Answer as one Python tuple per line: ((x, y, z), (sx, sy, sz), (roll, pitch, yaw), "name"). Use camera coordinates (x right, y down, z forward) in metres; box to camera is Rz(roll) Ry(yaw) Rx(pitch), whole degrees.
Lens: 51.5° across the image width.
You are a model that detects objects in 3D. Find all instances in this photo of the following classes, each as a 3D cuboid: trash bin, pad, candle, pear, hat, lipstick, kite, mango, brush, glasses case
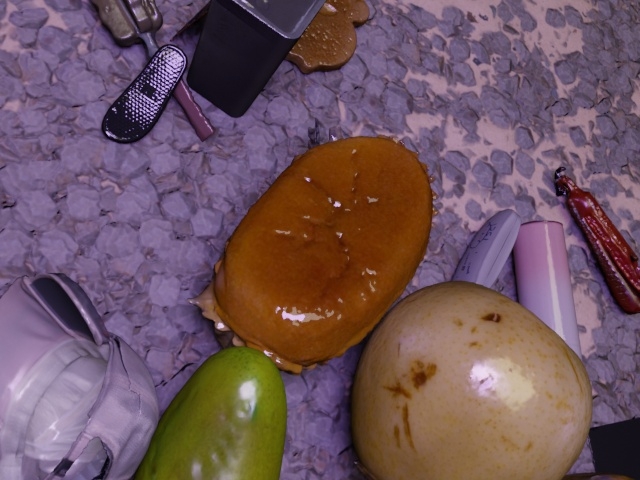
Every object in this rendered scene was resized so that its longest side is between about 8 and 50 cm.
((-0.090, -0.297, 0.926), (0.122, 0.240, 0.164), (34, 62, -10), "trash bin")
((0.530, 0.423, 1.102), (0.164, 0.004, 0.243), (-2, 74, -24), "pad")
((0.506, -0.001, 1.196), (0.084, 0.059, 0.301), (-30, 87, -37), "candle")
((0.191, 0.208, 0.865), (0.309, 0.309, 0.309), (7, 71, -22), "pear")
((-0.305, 0.170, 0.744), (0.275, 0.161, 0.232), (39, 80, 18), "hat")
((0.371, 0.134, 1.077), (0.087, 0.087, 0.326), (6, 72, -22), "lipstick")
((-0.164, -0.348, 0.985), (0.010, 0.159, 0.190), (46, 17, -23), "kite")
((-0.126, 0.254, 0.759), (0.149, 0.185, 0.273), (23, 77, -23), "mango")
((-0.242, -0.277, 0.949), (0.301, 0.084, 0.071), (60, 37, -7), "brush")
((0.265, 0.028, 1.071), (0.049, 0.076, 0.197), (40, 63, -10), "glasses case")

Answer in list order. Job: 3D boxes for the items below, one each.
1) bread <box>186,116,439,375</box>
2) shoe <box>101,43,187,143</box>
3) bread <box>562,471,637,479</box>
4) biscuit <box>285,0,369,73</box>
((0.011, 0.007, 0.907), (0.236, 0.183, 0.388), (36, 63, -6), "bread")
((-0.243, -0.204, 0.932), (0.062, 0.053, 0.159), (36, 95, -18), "shoe")
((0.411, 0.427, 0.955), (0.197, 0.197, 0.170), (-8, 88, -26), "bread")
((0.003, -0.376, 1.108), (0.166, 0.036, 0.225), (9, 73, -20), "biscuit")
